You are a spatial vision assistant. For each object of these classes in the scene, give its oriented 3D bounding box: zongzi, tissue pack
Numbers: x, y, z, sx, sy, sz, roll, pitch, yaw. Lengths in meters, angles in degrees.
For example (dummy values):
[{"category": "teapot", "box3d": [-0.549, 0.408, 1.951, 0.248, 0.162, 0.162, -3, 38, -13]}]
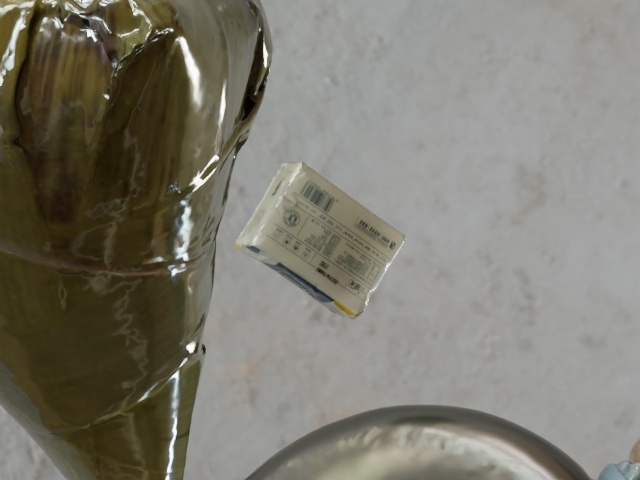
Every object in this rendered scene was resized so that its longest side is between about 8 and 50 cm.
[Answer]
[{"category": "zongzi", "box3d": [-0.176, -0.001, 0.740, 0.274, 0.145, 0.300, 14, 117, 12]}, {"category": "tissue pack", "box3d": [0.000, 0.000, 0.981, 0.083, 0.042, 0.062, 34, 78, -21]}]

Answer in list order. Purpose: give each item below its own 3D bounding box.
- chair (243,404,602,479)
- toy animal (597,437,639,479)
[{"category": "chair", "box3d": [0.115, 0.311, 1.126, 0.410, 0.362, 0.364, 48, 39, -58]}, {"category": "toy animal", "box3d": [0.386, 0.304, 1.659, 0.230, 0.210, 0.221, -13, 105, -22]}]
